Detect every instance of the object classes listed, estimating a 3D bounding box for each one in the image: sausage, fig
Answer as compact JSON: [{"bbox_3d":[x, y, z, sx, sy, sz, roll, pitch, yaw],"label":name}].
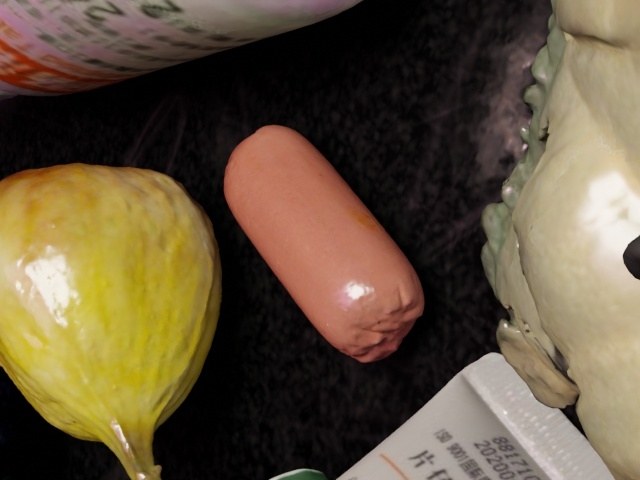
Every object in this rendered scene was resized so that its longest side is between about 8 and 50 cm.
[{"bbox_3d":[0.000,0.000,0.698,0.154,0.062,0.062,52,122,37],"label":"sausage"},{"bbox_3d":[-0.116,0.066,0.743,0.159,0.159,0.257,-54,44,28],"label":"fig"}]

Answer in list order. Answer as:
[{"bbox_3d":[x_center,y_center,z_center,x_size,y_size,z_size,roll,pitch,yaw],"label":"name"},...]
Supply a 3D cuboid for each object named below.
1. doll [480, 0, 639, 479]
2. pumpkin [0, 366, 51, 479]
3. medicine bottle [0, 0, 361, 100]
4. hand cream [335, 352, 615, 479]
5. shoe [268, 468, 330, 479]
[{"bbox_3d":[0.164,-0.050,0.377,0.349,0.247,0.247,113,142,-57],"label":"doll"},{"bbox_3d":[-0.320,0.115,0.893,0.248,0.248,0.248,-7,81,46],"label":"pumpkin"},{"bbox_3d":[-0.144,-0.200,0.758,0.388,0.219,0.219,-7,81,45],"label":"medicine bottle"},{"bbox_3d":[-0.006,0.171,0.567,0.314,0.089,0.139,-32,53,-8],"label":"hand cream"},{"bbox_3d":[-0.093,0.255,0.724,0.363,0.132,0.160,-39,60,33],"label":"shoe"}]
